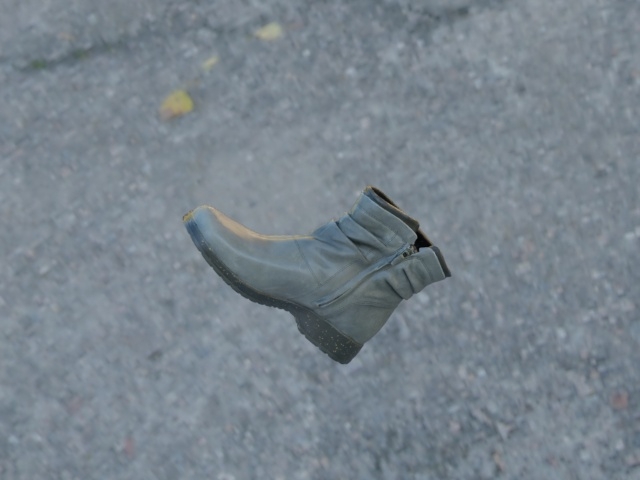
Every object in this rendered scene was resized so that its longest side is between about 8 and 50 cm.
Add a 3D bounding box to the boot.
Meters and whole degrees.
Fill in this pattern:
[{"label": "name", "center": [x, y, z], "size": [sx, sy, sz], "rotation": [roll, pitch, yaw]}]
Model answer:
[{"label": "boot", "center": [0.000, 0.000, 1.343], "size": [0.161, 0.246, 0.083], "rotation": [-45, 28, 15]}]
